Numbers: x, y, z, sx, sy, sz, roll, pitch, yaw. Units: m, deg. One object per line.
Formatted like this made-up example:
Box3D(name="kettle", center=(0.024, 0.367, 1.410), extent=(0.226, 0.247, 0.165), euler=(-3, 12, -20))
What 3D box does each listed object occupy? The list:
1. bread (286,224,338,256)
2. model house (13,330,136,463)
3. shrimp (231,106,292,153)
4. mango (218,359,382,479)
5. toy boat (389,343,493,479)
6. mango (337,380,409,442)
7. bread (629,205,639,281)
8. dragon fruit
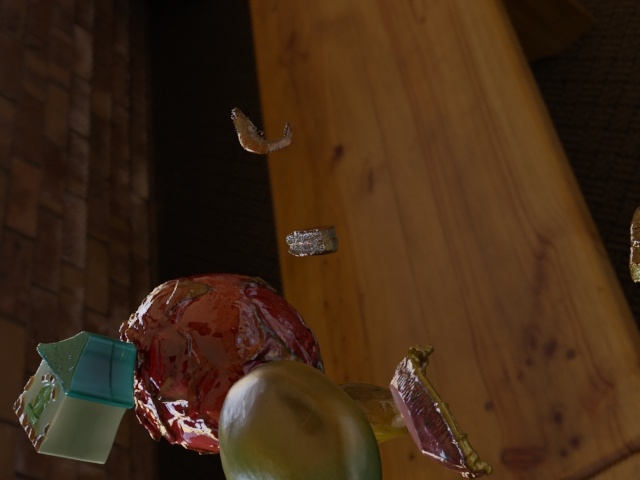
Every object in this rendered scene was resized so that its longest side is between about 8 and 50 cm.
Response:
Box3D(name="bread", center=(0.000, 0.000, 1.591), extent=(0.109, 0.062, 0.043), euler=(-6, 93, 53))
Box3D(name="model house", center=(-0.305, 0.187, 1.325), extent=(0.127, 0.100, 0.149), euler=(35, 99, 52))
Box3D(name="shrimp", center=(-0.097, -0.179, 1.661), extent=(0.127, 0.091, 0.025), euler=(51, 149, 36))
Box3D(name="mango", center=(-0.023, 0.203, 1.004), extent=(0.251, 0.114, 0.156), euler=(19, 87, 66))
Box3D(name="toy boat", center=(0.179, 0.272, 1.676), extent=(0.099, 0.141, 0.318), euler=(-16, 32, -4))
Box3D(name="mango", center=(0.088, 0.320, 1.940), extent=(0.195, 0.098, 0.137), euler=(-5, 23, 20))
Box3D(name="bread", center=(0.538, 0.008, 1.671), extent=(0.069, 0.140, 0.128), euler=(3, 108, 24))
Box3D(name="dragon fruit", center=(-0.150, 0.187, 1.566), extent=(0.342, 0.277, 0.277), euler=(0, 60, 12))
